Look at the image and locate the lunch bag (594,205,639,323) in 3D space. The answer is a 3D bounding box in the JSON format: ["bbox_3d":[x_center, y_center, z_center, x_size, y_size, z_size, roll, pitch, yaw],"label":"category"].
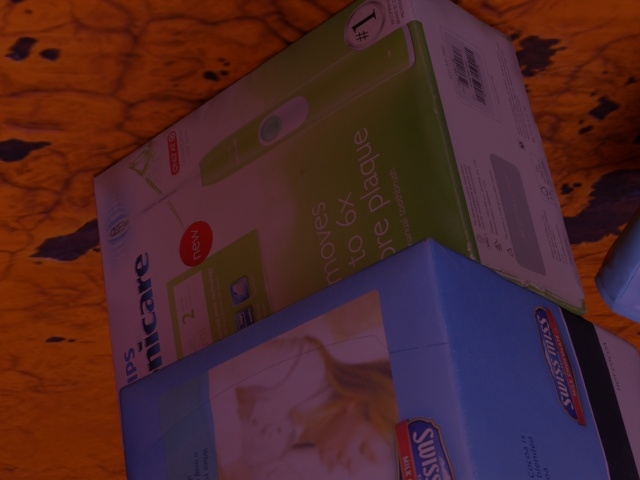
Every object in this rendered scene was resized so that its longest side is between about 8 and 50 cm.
[{"bbox_3d":[0.335,-0.038,1.100,0.262,0.160,0.223,-9,153,-17],"label":"lunch bag"}]

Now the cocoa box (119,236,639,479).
[{"bbox_3d":[0.060,0.217,0.828,0.231,0.347,0.228,-28,146,30],"label":"cocoa box"}]

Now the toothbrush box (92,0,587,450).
[{"bbox_3d":[0.000,0.000,0.993,0.283,0.206,0.122,-30,146,33],"label":"toothbrush box"}]
